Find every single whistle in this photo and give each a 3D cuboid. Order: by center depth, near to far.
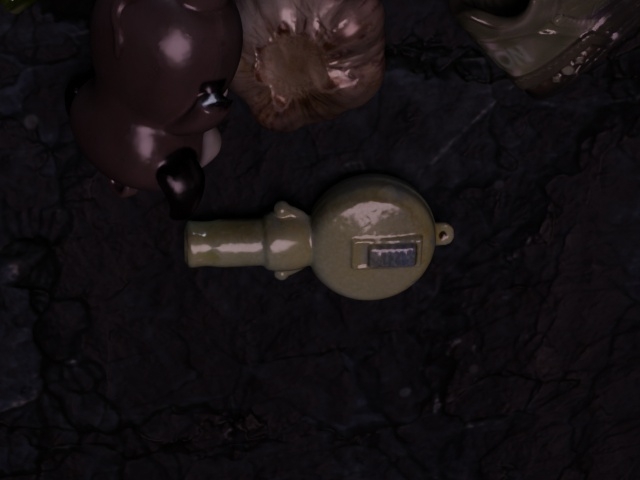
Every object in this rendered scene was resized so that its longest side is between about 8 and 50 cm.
[{"bbox_3d":[0.000,0.000,1.483,0.258,0.067,0.126,-1,119,-4],"label":"whistle"}]

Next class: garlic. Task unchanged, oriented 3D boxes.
[{"bbox_3d":[-0.013,-0.171,1.362,0.147,0.102,0.159,31,123,-7],"label":"garlic"}]

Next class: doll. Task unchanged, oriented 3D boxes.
[{"bbox_3d":[-0.140,-0.143,1.323,0.117,0.182,0.257,-20,140,-36],"label":"doll"}]

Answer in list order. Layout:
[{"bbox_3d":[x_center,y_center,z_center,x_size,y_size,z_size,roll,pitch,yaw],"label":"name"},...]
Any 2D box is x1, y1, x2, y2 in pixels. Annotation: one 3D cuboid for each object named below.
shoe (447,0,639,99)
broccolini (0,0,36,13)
[{"bbox_3d":[0.229,-0.259,1.335,0.149,0.109,0.293,28,117,-27],"label":"shoe"},{"bbox_3d":[-0.189,-0.252,1.306,0.091,0.068,0.202,26,115,-42],"label":"broccolini"}]
